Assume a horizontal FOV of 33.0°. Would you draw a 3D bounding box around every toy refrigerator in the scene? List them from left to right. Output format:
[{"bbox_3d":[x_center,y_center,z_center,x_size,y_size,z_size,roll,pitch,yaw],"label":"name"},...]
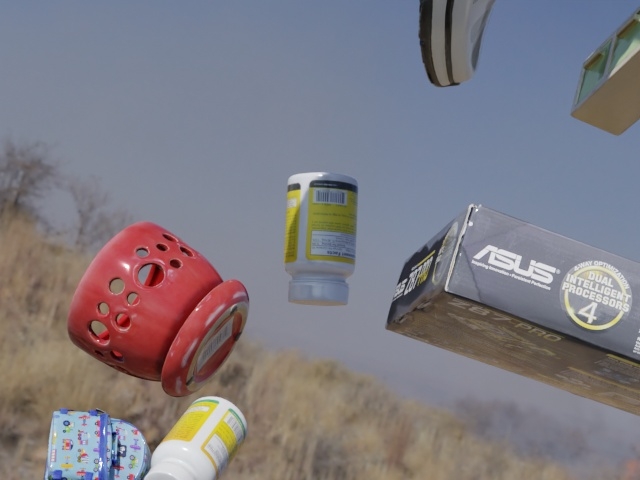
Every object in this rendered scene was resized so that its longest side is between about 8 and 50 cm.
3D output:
[{"bbox_3d":[0.456,-0.260,1.524,0.094,0.102,0.269,21,-22,-6],"label":"toy refrigerator"}]

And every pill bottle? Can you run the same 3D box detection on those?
[{"bbox_3d":[-0.214,0.364,1.824,0.118,0.117,0.208,14,29,14],"label":"pill bottle"},{"bbox_3d":[0.000,0.000,1.776,0.119,0.208,0.119,3,-8,0],"label":"pill bottle"}]

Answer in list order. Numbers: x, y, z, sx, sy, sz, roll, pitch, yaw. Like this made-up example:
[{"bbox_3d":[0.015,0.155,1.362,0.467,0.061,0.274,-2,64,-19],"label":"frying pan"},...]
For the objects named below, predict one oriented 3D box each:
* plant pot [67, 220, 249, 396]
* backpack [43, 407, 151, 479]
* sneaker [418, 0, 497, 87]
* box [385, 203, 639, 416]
[{"bbox_3d":[-0.200,0.097,1.387,0.174,0.191,0.191,31,-1,15],"label":"plant pot"},{"bbox_3d":[-0.362,0.360,1.778,0.173,0.158,0.117,9,-38,-11],"label":"backpack"},{"bbox_3d":[0.244,-0.352,1.192,0.258,0.169,0.447,4,-46,4],"label":"sneaker"},{"bbox_3d":[0.281,0.098,1.078,0.395,0.097,0.318,19,-10,-2],"label":"box"}]
